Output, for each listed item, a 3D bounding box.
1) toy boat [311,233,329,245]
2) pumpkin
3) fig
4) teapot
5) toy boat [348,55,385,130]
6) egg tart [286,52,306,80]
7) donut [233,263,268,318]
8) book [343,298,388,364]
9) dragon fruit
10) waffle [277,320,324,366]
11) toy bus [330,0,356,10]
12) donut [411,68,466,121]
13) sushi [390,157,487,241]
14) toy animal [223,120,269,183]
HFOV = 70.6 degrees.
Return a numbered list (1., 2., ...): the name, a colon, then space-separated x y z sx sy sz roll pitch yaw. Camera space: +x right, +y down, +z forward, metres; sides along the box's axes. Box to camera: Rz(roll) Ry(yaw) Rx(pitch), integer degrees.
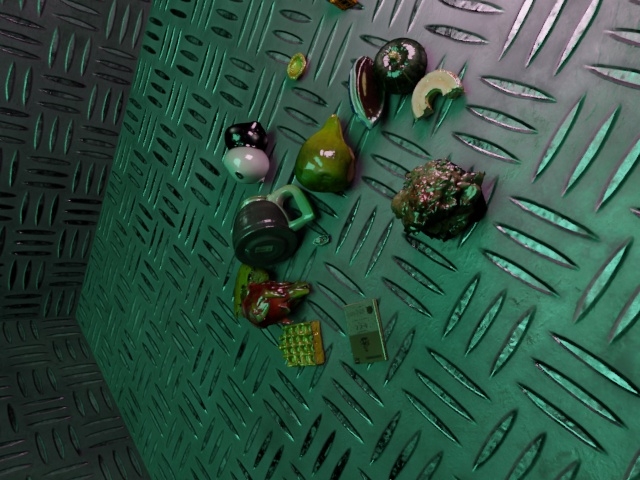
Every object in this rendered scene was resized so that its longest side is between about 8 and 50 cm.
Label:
1. toy boat: 0.000 0.000 1.631 0.083 0.038 0.038 -21 74 41
2. pumpkin: 0.237 -0.525 1.364 0.167 0.125 0.167 11 109 34
3. fig: 0.021 -0.303 1.544 0.206 0.206 0.275 -11 66 43
4. teapot: -0.203 -0.078 1.702 0.321 0.239 0.239 -49 46 36
5. toy boat: 0.144 -0.477 1.474 0.115 0.114 0.262 160 108 -75
6. egg tart: -0.087 -0.668 1.745 0.105 0.039 0.105 -2 86 44
7. donut: -0.293 0.178 1.844 0.152 0.101 0.259 -118 39 -48
8. book: 0.146 0.301 1.488 0.138 0.016 0.199 -21 74 42
9. dragon fruit: -0.169 0.230 1.706 0.200 0.269 0.198 140 109 -79
10. waffle: -0.082 0.390 1.676 0.211 0.055 0.160 -21 73 41
11. toy bus: 0.079 -0.915 1.567 0.088 0.083 0.195 -1 90 41
12. donut: 0.332 -0.428 1.309 0.166 0.065 0.108 -33 66 39
13. sushi: 0.306 -0.115 1.214 0.225 0.218 0.238 40 116 33
14. toy animal: -0.297 -0.344 1.829 0.165 0.187 0.235 -16 75 52
